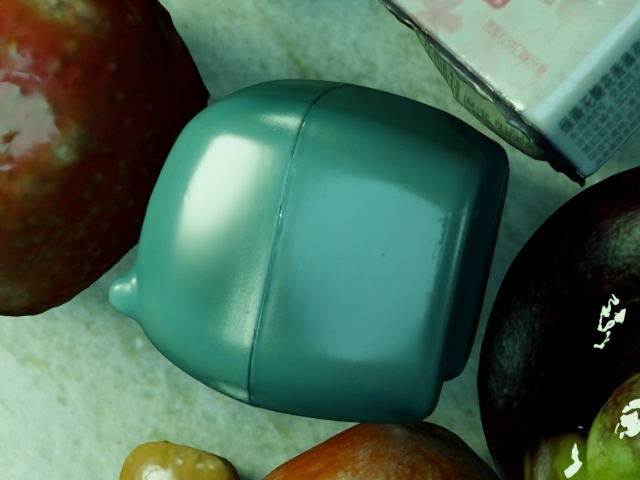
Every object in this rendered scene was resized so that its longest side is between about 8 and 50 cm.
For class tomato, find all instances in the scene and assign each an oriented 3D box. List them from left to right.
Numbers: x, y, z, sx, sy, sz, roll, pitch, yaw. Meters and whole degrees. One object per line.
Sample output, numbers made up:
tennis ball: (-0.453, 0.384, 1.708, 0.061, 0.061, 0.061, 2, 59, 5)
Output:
tomato: (0.042, 0.232, 1.149, 0.232, 0.188, 0.232, 3, 113, 7)

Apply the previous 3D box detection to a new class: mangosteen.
mangosteen: (0.251, 0.089, 1.061, 0.296, 0.313, 0.297, 0, 92, -17)

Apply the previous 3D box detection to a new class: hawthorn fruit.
hawthorn fruit: (-0.190, -0.107, 1.098, 0.254, 0.254, 0.300, 33, 90, -2)

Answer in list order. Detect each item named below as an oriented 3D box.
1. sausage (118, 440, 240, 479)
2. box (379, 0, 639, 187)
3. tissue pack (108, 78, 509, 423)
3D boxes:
sausage: (-0.105, 0.257, 1.206, 0.098, 0.098, 0.238, 8, 95, 1)
box: (0.216, -0.221, 1.096, 0.370, 0.112, 0.190, -47, 51, 7)
tissue pack: (0.000, 0.000, 1.073, 0.206, 0.287, 0.198, 14, 98, 8)
